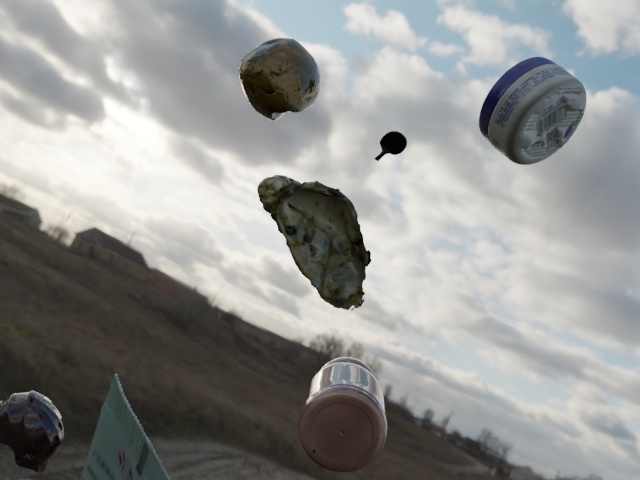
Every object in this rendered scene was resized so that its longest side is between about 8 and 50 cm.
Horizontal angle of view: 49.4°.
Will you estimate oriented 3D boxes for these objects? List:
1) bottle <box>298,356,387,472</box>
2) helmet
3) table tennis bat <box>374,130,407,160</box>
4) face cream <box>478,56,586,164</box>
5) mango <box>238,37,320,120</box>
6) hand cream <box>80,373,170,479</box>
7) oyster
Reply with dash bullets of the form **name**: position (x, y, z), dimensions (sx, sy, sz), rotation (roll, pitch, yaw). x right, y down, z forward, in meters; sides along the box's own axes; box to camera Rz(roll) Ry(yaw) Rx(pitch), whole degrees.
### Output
- **bottle**: position (0.053, 0.362, 1.462), dimensions (0.297, 0.173, 0.206), rotation (-74, 144, -83)
- **helmet**: position (-0.410, 0.267, 1.000), dimensions (0.123, 0.070, 0.098), rotation (53, 2, -26)
- **table tennis bat**: position (0.137, -0.186, 1.386), dimensions (0.050, 0.007, 0.083), rotation (38, -48, -11)
- **face cream**: position (0.436, -0.258, 1.416), dimensions (0.111, 0.206, 0.206), rotation (51, 6, 37)
- **mango**: position (-0.083, -0.309, 1.318), dimensions (0.156, 0.151, 0.249), rotation (20, 20, 12)
- **hand cream**: position (-0.131, 0.222, 0.376), dimensions (0.058, 0.331, 0.085), rotation (-3, 37, -34)
- **oyster**: position (-0.006, 0.001, 1.317), dimensions (0.094, 0.166, 0.294), rotation (-156, -133, -70)
